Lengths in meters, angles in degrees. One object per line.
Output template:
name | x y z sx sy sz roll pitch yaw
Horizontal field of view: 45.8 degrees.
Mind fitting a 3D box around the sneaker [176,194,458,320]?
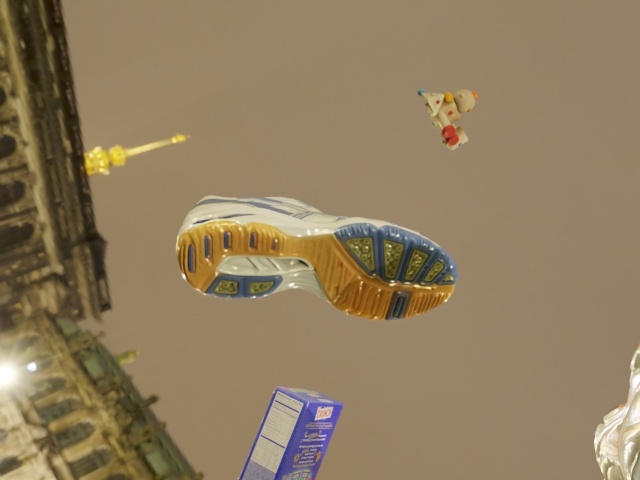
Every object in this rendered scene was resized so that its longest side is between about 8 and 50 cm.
sneaker | 0.000 0.000 0.807 0.131 0.297 0.111 -105 -152 -62

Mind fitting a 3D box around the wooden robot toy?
wooden robot toy | 0.212 -0.194 1.167 0.076 0.079 0.173 64 10 29

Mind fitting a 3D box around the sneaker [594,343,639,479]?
sneaker | 0.281 0.193 0.631 0.099 0.121 0.262 7 -41 19

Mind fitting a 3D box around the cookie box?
cookie box | -0.028 0.197 0.724 0.040 0.092 0.107 20 -95 26
